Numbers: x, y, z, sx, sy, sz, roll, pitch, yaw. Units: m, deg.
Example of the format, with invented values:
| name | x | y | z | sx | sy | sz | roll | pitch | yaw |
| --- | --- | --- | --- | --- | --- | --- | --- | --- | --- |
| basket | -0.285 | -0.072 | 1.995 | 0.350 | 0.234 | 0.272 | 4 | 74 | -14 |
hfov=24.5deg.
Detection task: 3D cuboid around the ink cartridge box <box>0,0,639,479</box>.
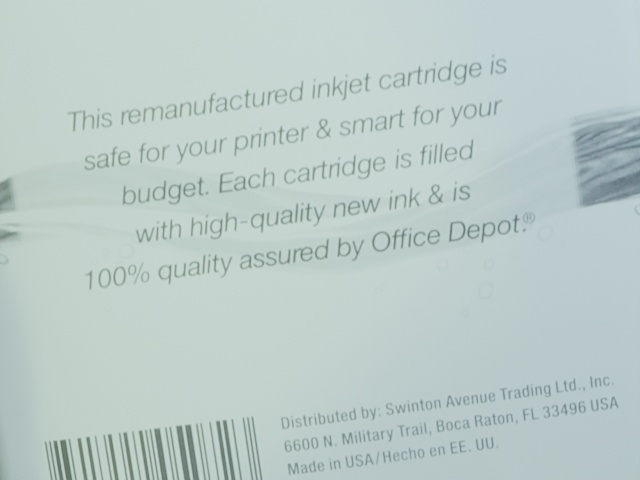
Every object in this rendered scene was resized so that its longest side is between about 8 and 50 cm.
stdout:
| name | x | y | z | sx | sy | sz | roll | pitch | yaw |
| --- | --- | --- | --- | --- | --- | --- | --- | --- | --- |
| ink cartridge box | 0.000 | 0.000 | 0.465 | 0.207 | 0.117 | 0.283 | -7 | 98 | 2 |
